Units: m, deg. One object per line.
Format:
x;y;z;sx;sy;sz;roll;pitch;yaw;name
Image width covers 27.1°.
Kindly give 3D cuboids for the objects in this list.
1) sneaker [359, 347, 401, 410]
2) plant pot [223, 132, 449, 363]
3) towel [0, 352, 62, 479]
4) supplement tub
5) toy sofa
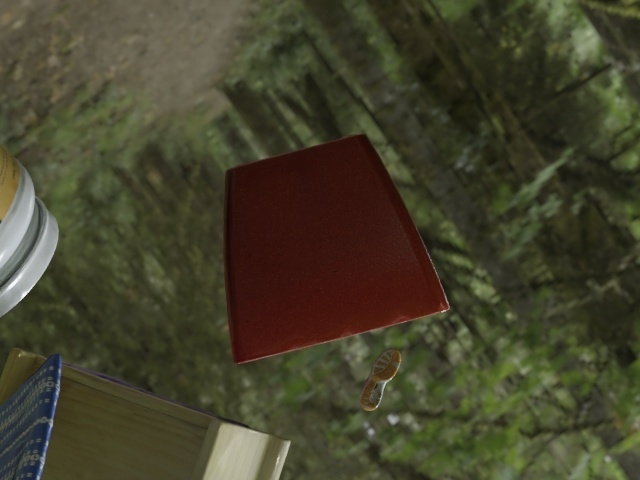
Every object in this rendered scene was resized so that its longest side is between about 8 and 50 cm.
0.070;0.169;1.645;0.083;0.032;0.037;-60;-173;-4;sneaker
0.000;0.000;1.702;0.267;0.236;0.267;-15;-179;3;plant pot
-0.311;0.279;1.107;0.243;0.040;0.336;-39;-148;38;towel
-0.478;-0.059;1.538;0.228;0.316;0.228;-25;-141;22;supplement tub
-0.203;0.243;1.492;0.362;0.177;0.150;12;-100;39;toy sofa
